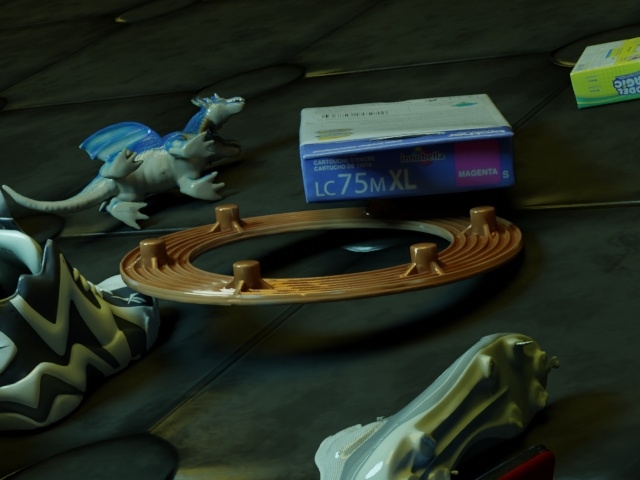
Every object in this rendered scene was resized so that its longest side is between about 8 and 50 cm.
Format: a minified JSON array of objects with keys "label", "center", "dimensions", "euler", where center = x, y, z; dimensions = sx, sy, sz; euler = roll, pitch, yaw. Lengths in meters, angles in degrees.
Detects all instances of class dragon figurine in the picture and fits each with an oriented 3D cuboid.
[{"label":"dragon figurine","center":[-0.192,-0.073,2.044],"dimensions":[0.289,0.085,0.144],"euler":[-21,18,-18]}]

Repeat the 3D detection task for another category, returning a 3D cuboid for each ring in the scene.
[{"label":"ring","center":[0.000,0.000,1.648],"dimensions":[0.337,0.032,0.336],"euler":[-5,11,1]}]

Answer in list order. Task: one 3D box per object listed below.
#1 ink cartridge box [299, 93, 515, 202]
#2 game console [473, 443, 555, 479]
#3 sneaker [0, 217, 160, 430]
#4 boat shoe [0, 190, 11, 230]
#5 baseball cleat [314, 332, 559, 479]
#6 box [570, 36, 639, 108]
[{"label":"ink cartridge box","center":[0.075,-0.083,1.795],"dimensions":[0.186,0.065,0.311],"euler":[-5,8,1]},{"label":"game console","center":[0.050,0.167,1.124],"dimensions":[0.144,0.124,0.085],"euler":[-26,47,-30]},{"label":"sneaker","center":[-0.215,0.039,1.613],"dimensions":[0.094,0.153,0.235],"euler":[-3,21,31]},{"label":"boat shoe","center":[-0.411,-0.029,2.114],"dimensions":[0.076,0.080,0.228],"euler":[-34,24,-31]},{"label":"baseball cleat","center":[0.066,0.117,1.282],"dimensions":[0.109,0.072,0.206],"euler":[-10,14,39]},{"label":"box","center":[0.349,-0.180,1.992],"dimensions":[0.179,0.043,0.105],"euler":[-11,18,22]}]
